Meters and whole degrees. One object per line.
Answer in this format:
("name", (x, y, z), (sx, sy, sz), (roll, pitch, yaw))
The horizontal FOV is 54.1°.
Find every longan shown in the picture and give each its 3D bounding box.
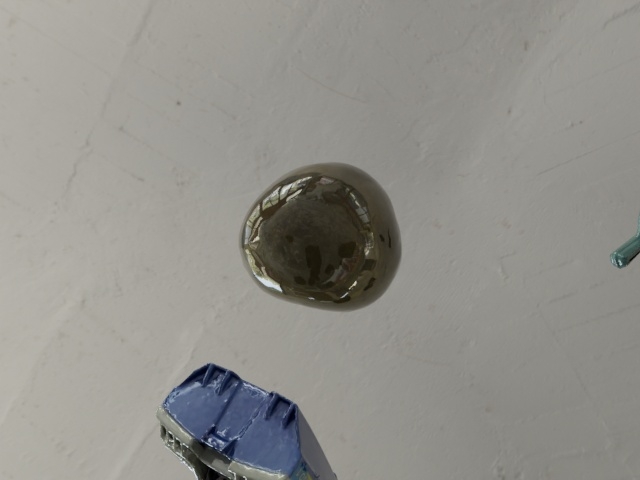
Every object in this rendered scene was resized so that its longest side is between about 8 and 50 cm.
("longan", (0.000, 0.000, 0.947), (0.245, 0.215, 0.246), (1, -79, 8))

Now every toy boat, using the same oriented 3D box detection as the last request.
("toy boat", (-0.039, 0.229, 0.557), (0.129, 0.088, 0.295), (18, -33, 28))

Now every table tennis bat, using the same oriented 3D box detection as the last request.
("table tennis bat", (0.564, -0.018, 1.068), (0.033, 0.201, 0.124), (15, -43, 61))
